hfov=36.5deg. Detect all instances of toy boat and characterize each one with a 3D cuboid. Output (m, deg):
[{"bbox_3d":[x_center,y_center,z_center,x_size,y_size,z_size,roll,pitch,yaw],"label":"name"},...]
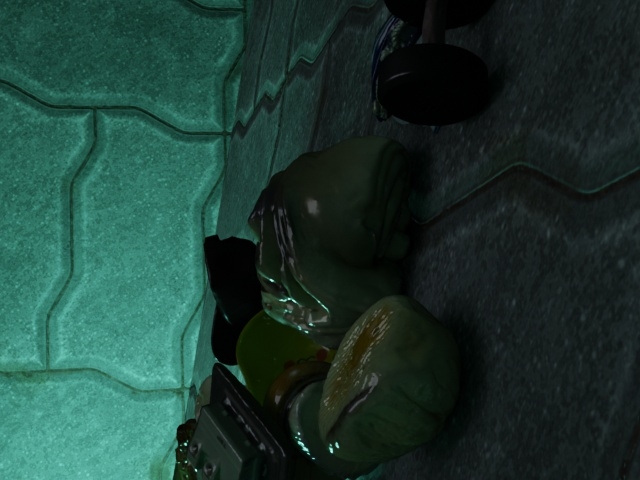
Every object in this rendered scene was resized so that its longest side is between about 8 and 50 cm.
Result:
[{"bbox_3d":[0.150,-0.290,1.595,0.291,0.070,0.210,-145,61,-71],"label":"toy boat"}]

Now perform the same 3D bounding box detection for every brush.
[{"bbox_3d":[0.005,0.330,1.544,0.166,0.174,0.267,-164,76,-67],"label":"brush"}]

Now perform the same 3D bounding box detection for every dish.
[{"bbox_3d":[-0.028,0.234,1.768,0.108,0.221,0.262,54,-162,-49],"label":"dish"}]

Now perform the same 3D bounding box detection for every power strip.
[{"bbox_3d":[-0.139,0.364,1.554,0.257,0.092,0.251,42,127,46],"label":"power strip"}]

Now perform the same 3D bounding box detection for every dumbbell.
[{"bbox_3d":[0.161,-0.287,1.359,0.152,0.152,0.218,133,144,-66],"label":"dumbbell"}]

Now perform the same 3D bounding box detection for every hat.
[{"bbox_3d":[-0.160,0.140,2.398,0.238,0.209,0.336,-50,-44,-77],"label":"hat"}]

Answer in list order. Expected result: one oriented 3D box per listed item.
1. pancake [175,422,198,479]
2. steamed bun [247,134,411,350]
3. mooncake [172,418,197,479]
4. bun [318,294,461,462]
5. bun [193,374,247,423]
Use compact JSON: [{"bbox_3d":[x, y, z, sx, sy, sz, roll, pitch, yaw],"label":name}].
[{"bbox_3d":[-0.211,0.548,2.092,0.356,0.065,0.356,32,133,42],"label":"pancake"},{"bbox_3d":[0.000,0.000,1.603,0.352,0.247,0.339,149,129,-66],"label":"steamed bun"},{"bbox_3d":[-0.279,0.600,2.465,0.290,0.161,0.290,-171,90,-74],"label":"mooncake"},{"bbox_3d":[0.097,0.198,1.285,0.244,0.153,0.244,-59,7,11],"label":"bun"},{"bbox_3d":[-0.199,0.403,2.162,0.133,0.231,0.231,-48,2,-22],"label":"bun"}]
